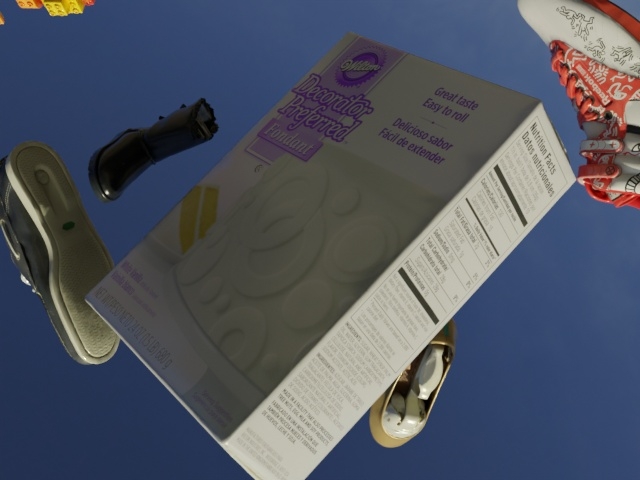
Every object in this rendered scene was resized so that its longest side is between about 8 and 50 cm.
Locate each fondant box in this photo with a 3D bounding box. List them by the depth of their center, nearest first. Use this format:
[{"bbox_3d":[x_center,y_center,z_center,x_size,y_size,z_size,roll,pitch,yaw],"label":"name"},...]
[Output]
[{"bbox_3d":[0.000,0.000,0.780,0.238,0.330,0.096,33,164,47],"label":"fondant box"}]

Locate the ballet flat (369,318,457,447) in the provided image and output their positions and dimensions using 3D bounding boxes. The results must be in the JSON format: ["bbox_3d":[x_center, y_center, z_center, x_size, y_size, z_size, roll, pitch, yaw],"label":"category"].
[{"bbox_3d":[0.120,0.200,1.302,0.080,0.232,0.073,11,-152,-9],"label":"ballet flat"}]

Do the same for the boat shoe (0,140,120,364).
[{"bbox_3d":[-0.270,0.019,1.002,0.084,0.079,0.233,-19,-95,-53],"label":"boat shoe"}]

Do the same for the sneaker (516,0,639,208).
[{"bbox_3d":[0.267,-0.129,0.932,0.270,0.145,0.090,37,-179,12],"label":"sneaker"}]

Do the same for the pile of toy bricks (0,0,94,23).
[{"bbox_3d":[-0.305,-0.199,0.801,0.118,0.212,0.105,70,-155,-59],"label":"pile of toy bricks"}]

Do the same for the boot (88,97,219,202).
[{"bbox_3d":[-0.150,-0.085,0.903,0.121,0.099,0.045,-72,-39,-59],"label":"boot"}]
